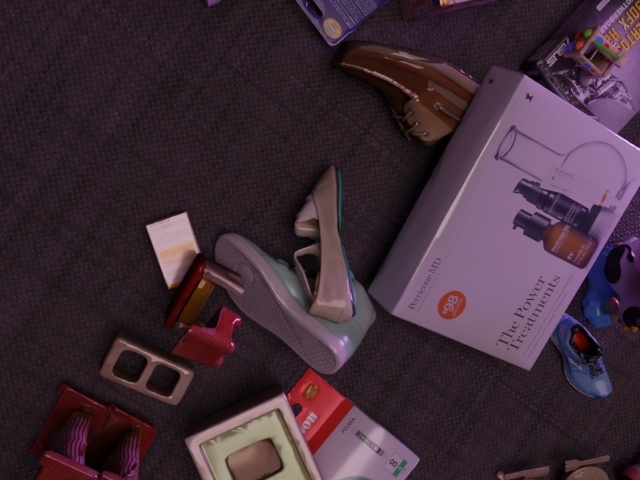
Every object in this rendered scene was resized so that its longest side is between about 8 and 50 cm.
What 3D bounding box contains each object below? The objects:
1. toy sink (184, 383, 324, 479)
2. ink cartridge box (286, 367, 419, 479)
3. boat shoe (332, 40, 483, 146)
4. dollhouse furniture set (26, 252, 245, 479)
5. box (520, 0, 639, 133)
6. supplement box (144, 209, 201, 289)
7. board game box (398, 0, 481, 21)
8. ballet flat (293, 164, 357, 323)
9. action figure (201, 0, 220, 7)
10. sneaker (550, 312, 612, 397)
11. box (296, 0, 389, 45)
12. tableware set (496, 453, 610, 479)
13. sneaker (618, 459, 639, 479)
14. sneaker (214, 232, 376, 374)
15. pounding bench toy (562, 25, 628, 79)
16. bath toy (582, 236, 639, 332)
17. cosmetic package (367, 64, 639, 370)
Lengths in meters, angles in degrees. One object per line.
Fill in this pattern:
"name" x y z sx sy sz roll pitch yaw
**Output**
"toy sink" -0.075 0.346 1.200 0.153 0.131 0.234 -23 90 -6
"ink cartridge box" 0.014 0.335 1.293 0.224 0.056 0.181 42 84 -17
"boat shoe" 0.170 -0.199 1.249 0.324 0.122 0.120 18 95 -16
"dollhouse furniture set" -0.246 0.197 1.104 0.152 0.201 0.374 27 97 -17
"box" 0.460 -0.293 1.350 0.231 0.056 0.183 -46 104 -7
"supplement box" -0.206 0.013 1.207 0.062 0.036 0.098 -19 100 -13
"board game box" 0.230 -0.369 1.233 0.193 0.147 0.045 -16 100 -14
"ballet flat" 0.000 0.000 1.199 0.086 0.086 0.248 3 60 -16
"action figure" -0.085 -0.496 1.160 0.330 0.178 0.341 -28 74 -17
"sneaker" 0.432 0.196 1.382 0.063 0.073 0.162 -36 103 -9
"box" 0.056 -0.402 1.238 0.225 0.036 0.136 -41 104 -10
"tableware set" 0.386 0.417 1.411 0.194 0.039 0.128 -8 109 -9
"sneaker" 0.655 0.472 1.450 0.136 0.116 0.314 -43 104 -9
"sneaker" -0.033 0.067 1.250 0.256 0.094 0.151 44 43 5
"pounding bench toy" 0.415 -0.285 1.265 0.065 0.083 0.052 37 86 -16
"bath toy" 0.501 0.073 1.248 0.129 0.348 0.151 -40 89 -8
"cosmetic package" 0.283 -0.023 1.250 0.284 0.097 0.377 24 99 -26
